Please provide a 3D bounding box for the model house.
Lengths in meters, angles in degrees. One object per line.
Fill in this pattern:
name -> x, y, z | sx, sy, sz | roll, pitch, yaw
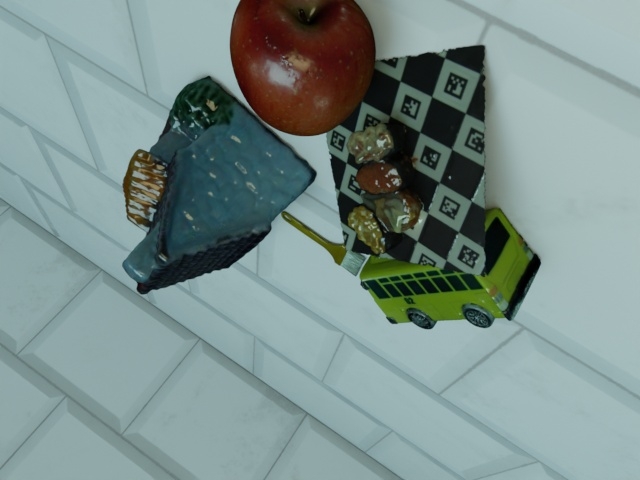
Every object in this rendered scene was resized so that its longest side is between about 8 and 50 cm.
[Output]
model house -> -0.260, -0.047, 1.028 | 0.297, 0.339, 0.360 | 41, 152, -10

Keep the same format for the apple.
apple -> -0.024, -0.221, 0.661 | 0.181, 0.181, 0.168 | 39, 155, -3

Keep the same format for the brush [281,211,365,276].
brush -> 0.000, 0.000, 1.142 | 0.205, 0.011, 0.083 | 34, 153, 7

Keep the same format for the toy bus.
toy bus -> 0.190, 0.048, 0.871 | 0.150, 0.128, 0.262 | 49, 148, -17

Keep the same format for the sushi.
sushi -> 0.091, -0.094, 0.730 | 0.264, 0.050, 0.290 | 10, 117, 42
